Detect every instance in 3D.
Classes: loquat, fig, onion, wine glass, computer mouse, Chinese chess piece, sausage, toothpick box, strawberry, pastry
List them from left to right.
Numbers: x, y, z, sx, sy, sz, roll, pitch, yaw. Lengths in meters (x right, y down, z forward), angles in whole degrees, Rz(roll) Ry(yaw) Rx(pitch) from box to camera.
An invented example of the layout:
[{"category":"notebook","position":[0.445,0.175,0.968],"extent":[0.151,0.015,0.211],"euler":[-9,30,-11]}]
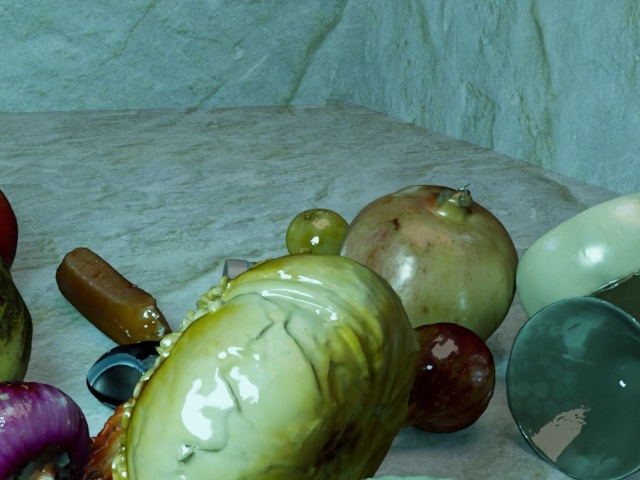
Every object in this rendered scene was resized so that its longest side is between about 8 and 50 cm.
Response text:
[{"category":"onion","position":[-0.345,0.245,1.154],"extent":[0.153,0.177,0.177],"euler":[35,24,9]},{"category":"sausage","position":[-0.352,0.104,1.707],"extent":[0.102,0.102,0.330],"euler":[-7,23,-37]},{"category":"strawberry","position":[-0.234,0.268,1.299],"extent":[0.121,0.082,0.188],"euler":[12,31,32]},{"category":"computer mouse","position":[-0.228,0.200,1.463],"extent":[0.233,0.096,0.137],"euler":[16,19,27]},{"category":"toothpick box","position":[-0.101,0.087,1.855],"extent":[0.149,0.098,0.098],"euler":[5,18,-12]},{"category":"pastry","position":[-0.062,0.190,1.142],"extent":[0.245,0.409,0.410],"euler":[28,25,23]},{"category":"loquat","position":[0.000,0.000,2.101],"extent":[0.141,0.141,0.141],"euler":[7,18,-2]},{"category":"fig","position":[0.161,0.220,1.490],"extent":[0.175,0.175,0.207],"euler":[14,34,19]},{"category":"Chinese chess piece","position":[0.492,0.051,1.673],"extent":[0.338,0.338,0.140],"euler":[-4,61,-31]},{"category":"wine glass","position":[0.508,0.197,1.548],"extent":[0.406,0.267,0.267],"euler":[-4,21,-42]}]

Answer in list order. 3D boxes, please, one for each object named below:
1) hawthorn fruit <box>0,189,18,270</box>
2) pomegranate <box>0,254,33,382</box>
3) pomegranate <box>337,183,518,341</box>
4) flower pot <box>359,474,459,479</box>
[{"category":"hawthorn fruit","position":[-0.671,-0.031,1.716],"extent":[0.312,0.295,0.295],"euler":[5,18,-18]},{"category":"pomegranate","position":[-0.516,0.108,1.297],"extent":[0.322,0.322,0.322],"euler":[7,18,-2]},{"category":"pomegranate","position":[0.187,0.039,1.763],"extent":[0.338,0.338,0.338],"euler":[7,18,-2]},{"category":"flower pot","position":[0.063,0.359,0.729],"extent":[0.294,0.330,0.293],"euler":[6,16,-2]}]
